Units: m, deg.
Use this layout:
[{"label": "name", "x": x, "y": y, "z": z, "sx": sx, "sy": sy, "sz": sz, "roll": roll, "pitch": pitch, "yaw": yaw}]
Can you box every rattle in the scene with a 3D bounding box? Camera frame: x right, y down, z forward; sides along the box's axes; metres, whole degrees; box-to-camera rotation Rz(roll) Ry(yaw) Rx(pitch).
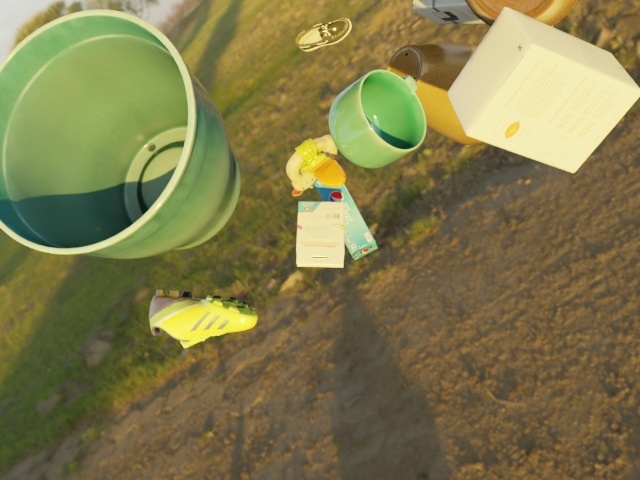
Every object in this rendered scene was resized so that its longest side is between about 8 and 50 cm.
[{"label": "rattle", "x": 0.001, "y": -0.125, "z": 1.656, "sx": 0.130, "sy": 0.142, "sz": 0.200, "roll": -41, "pitch": -19, "yaw": -37}]

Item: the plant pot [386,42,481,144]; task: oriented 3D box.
[{"label": "plant pot", "x": 0.280, "y": -0.363, "z": 1.753, "sx": 0.237, "sy": 0.254, "sz": 0.237, "roll": -13, "pitch": 74, "yaw": 50}]

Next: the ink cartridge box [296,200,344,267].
[{"label": "ink cartridge box", "x": 0.000, "y": 0.000, "z": 1.658, "sx": 0.104, "sy": 0.062, "sz": 0.181, "roll": 1, "pitch": 50, "yaw": 1}]

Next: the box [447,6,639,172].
[{"label": "box", "x": 0.263, "y": -0.175, "z": 0.897, "sx": 0.130, "sy": 0.170, "sz": 0.091, "roll": -57, "pitch": 30, "yaw": 35}]

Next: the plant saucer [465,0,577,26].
[{"label": "plant saucer", "x": 0.292, "y": -0.400, "z": 1.124, "sx": 0.198, "sy": 0.199, "sz": 0.036, "roll": -23, "pitch": 16, "yaw": 43}]

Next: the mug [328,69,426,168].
[{"label": "mug", "x": 0.086, "y": -0.174, "z": 1.117, "sx": 0.157, "sy": 0.130, "sz": 0.097, "roll": -10, "pitch": -11, "yaw": -42}]

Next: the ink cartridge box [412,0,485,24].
[{"label": "ink cartridge box", "x": 0.314, "y": -0.558, "z": 1.647, "sx": 0.208, "sy": 0.086, "sz": 0.153, "roll": 29, "pitch": 95, "yaw": 59}]

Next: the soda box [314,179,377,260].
[{"label": "soda box", "x": 0.060, "y": -0.062, "z": 1.827, "sx": 0.067, "sy": 0.210, "sz": 0.071, "roll": -28, "pitch": -19, "yaw": 3}]

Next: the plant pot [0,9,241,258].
[{"label": "plant pot", "x": -0.223, "y": -0.096, "z": 0.920, "sx": 0.271, "sy": 0.272, "sz": 0.255, "roll": -40, "pitch": -19, "yaw": 6}]

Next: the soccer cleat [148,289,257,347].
[{"label": "soccer cleat", "x": -0.252, "y": 0.175, "z": 1.620, "sx": 0.289, "sy": 0.093, "sz": 0.121, "roll": 4, "pitch": 87, "yaw": 33}]

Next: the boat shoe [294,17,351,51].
[{"label": "boat shoe", "x": 0.004, "y": -0.431, "z": 1.570, "sx": 0.125, "sy": 0.046, "sz": 0.038, "roll": -13, "pitch": -5, "yaw": 27}]
